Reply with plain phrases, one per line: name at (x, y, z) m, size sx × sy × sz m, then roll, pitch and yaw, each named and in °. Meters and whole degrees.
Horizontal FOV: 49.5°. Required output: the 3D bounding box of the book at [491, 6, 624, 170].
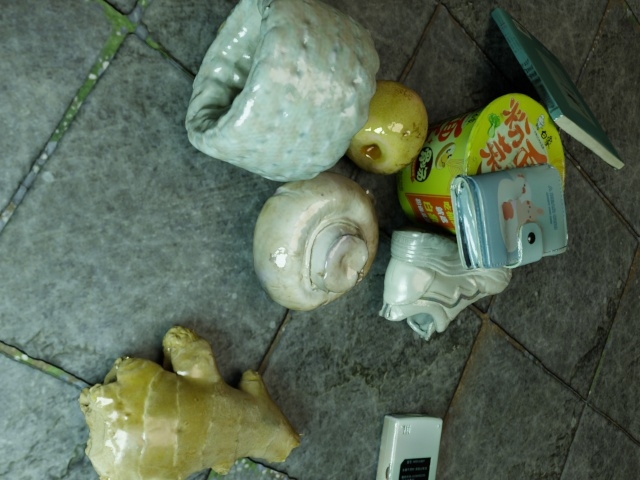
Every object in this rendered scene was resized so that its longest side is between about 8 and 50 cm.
book at (0.519, -0.337, 1.523) m, size 0.264 × 0.031 × 0.379 m, roll 23°, pitch 40°, yaw -36°

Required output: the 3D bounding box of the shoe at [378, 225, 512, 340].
shoe at (0.248, 0.101, 1.422) m, size 0.342 × 0.132 × 0.211 m, roll 16°, pitch 94°, yaw -40°

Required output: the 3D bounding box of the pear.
pear at (0.118, -0.214, 1.288) m, size 0.178 × 0.178 × 0.178 m, roll -2°, pitch 93°, yaw -38°

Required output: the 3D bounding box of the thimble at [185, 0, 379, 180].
thimble at (-0.062, -0.241, 1.054) m, size 0.195 × 0.291 × 0.292 m, roll 20°, pitch 80°, yaw -32°

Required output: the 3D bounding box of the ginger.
ginger at (-0.199, 0.268, 1.108) m, size 0.375 × 0.166 × 0.236 m, roll 14°, pitch 46°, yaw -56°

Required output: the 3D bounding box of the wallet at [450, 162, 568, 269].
wallet at (0.342, -0.043, 1.236) m, size 0.250 × 0.075 × 0.176 m, roll -11°, pitch 93°, yaw -37°

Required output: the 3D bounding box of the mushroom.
mushroom at (0.000, 0.000, 1.172) m, size 0.254 × 0.184 × 0.255 m, roll -9°, pitch 110°, yaw -27°

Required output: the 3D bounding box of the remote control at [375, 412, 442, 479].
remote control at (0.170, 0.528, 1.417) m, size 0.145 × 0.050 × 0.344 m, roll 12°, pitch 85°, yaw -37°

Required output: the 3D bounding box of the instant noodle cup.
instant noodle cup at (0.306, -0.125, 1.387) m, size 0.311 × 0.221 × 0.311 m, roll -1°, pitch 92°, yaw -37°
